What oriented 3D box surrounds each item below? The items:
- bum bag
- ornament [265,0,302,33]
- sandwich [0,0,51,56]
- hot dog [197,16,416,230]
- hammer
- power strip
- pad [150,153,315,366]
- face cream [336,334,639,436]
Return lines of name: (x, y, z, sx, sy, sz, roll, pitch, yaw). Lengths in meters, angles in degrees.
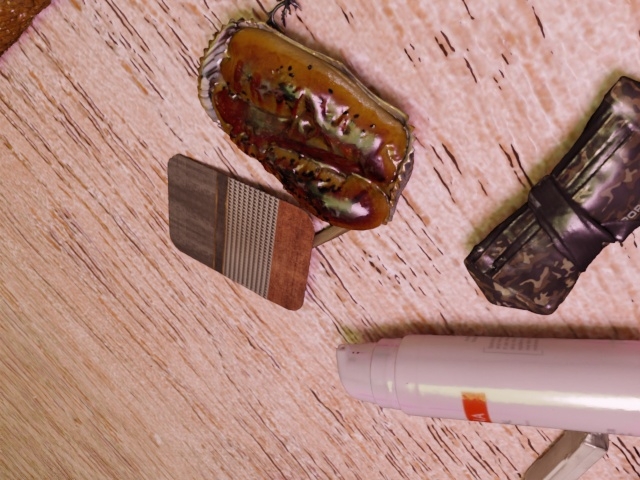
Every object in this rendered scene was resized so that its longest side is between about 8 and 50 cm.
bum bag: (0.241, -0.024, 0.462, 0.102, 0.069, 0.248, 44, 127, 19)
ornament: (-0.059, -0.275, 0.499, 0.074, 0.028, 0.125, -1, 115, 27)
sandwich: (-0.447, -0.384, 0.592, 0.301, 0.099, 0.271, -15, 109, 34)
hot dog: (-0.018, -0.120, 0.529, 0.271, 0.082, 0.162, 37, 132, 6)
hammer: (0.000, 0.000, 0.631, 0.182, 0.017, 0.062, -25, 104, 34)
power strip: (0.307, 0.275, 0.610, 0.030, 0.047, 0.191, 23, 126, 8)
pad: (-0.145, 0.065, 0.698, 0.250, 0.055, 0.322, 24, 107, 21)
face cream: (0.186, 0.163, 0.575, 0.346, 0.102, 0.101, -6, 114, 29)
